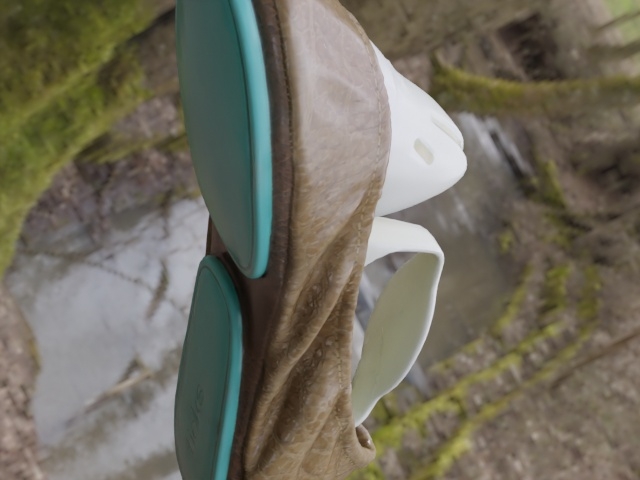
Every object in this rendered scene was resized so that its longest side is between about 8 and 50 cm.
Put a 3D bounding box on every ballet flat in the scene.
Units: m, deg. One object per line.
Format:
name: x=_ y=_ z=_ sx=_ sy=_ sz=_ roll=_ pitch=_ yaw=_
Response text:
ballet flat: x=0.000 y=0.000 z=0.666 sx=0.116 sy=0.124 sz=0.342 roll=-122 pitch=-153 yaw=-45
